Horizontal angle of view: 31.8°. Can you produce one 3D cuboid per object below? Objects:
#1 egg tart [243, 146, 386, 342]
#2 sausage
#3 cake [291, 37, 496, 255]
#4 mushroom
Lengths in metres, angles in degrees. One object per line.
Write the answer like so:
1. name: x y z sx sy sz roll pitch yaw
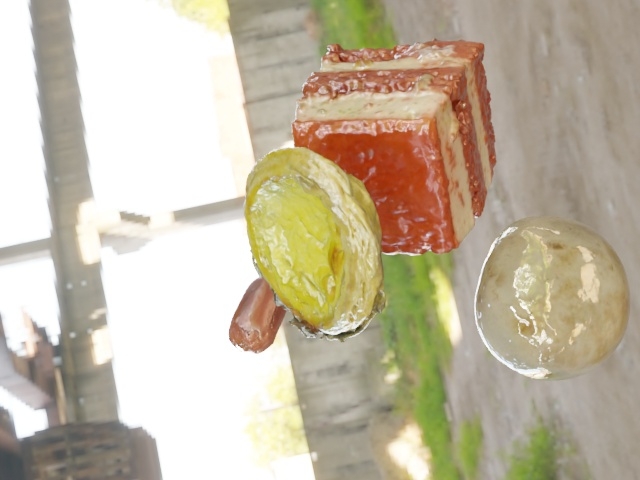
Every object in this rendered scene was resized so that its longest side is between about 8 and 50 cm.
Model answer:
1. egg tart: 0.000 0.000 1.500 0.279 0.095 0.278 31 133 41
2. sausage: -0.091 0.109 1.706 0.076 0.076 0.141 78 -150 -46
3. cake: 0.125 -0.154 1.814 0.319 0.270 0.270 -63 -34 -51
4. mushroom: 0.388 0.103 2.013 0.290 0.298 0.297 -9 94 65
